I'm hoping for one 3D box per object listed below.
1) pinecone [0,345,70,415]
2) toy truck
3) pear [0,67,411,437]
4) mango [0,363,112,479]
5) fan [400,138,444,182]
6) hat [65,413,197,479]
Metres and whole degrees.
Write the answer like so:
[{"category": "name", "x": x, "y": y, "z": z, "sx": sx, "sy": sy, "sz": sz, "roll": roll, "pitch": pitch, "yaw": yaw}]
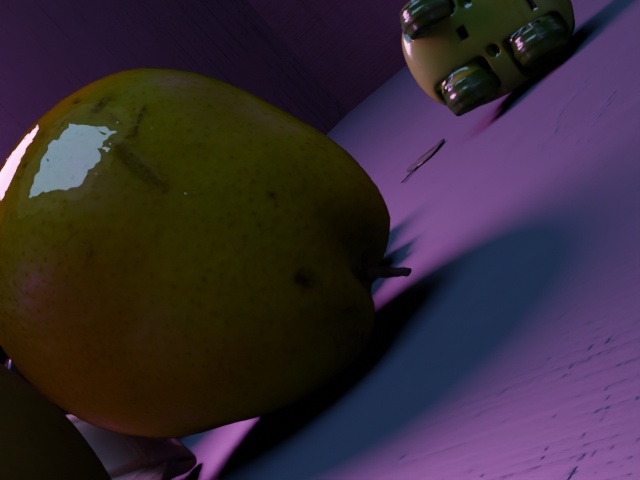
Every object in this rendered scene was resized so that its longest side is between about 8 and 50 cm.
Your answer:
[{"category": "pinecone", "x": -0.264, "y": 0.141, "z": 1.232, "sx": 0.309, "sy": 0.244, "sz": 0.244, "roll": -13, "pitch": 1, "yaw": -11}, {"category": "toy truck", "x": 0.206, "y": -0.239, "z": 1.417, "sx": 0.187, "sy": 0.148, "sz": 0.211, "roll": -36, "pitch": -12, "yaw": 36}, {"category": "pear", "x": -0.102, "y": 0.020, "z": 0.960, "sx": 0.285, "sy": 0.336, "sz": 0.285, "roll": -43, "pitch": -26, "yaw": -27}, {"category": "mango", "x": -0.222, "y": 0.182, "z": 0.539, "sx": 0.445, "sy": 0.300, "sz": 0.232, "roll": -126, "pitch": 53, "yaw": -67}, {"category": "fan", "x": 0.120, "y": -0.094, "z": 1.528, "sx": 0.083, "sy": 0.004, "sz": 0.056, "roll": -47, "pitch": 8, "yaw": -38}, {"category": "hat", "x": -0.220, "y": 0.212, "z": 0.965, "sx": 0.219, "sy": 0.164, "sz": 0.226, "roll": -44, "pitch": -15, "yaw": 2}]
